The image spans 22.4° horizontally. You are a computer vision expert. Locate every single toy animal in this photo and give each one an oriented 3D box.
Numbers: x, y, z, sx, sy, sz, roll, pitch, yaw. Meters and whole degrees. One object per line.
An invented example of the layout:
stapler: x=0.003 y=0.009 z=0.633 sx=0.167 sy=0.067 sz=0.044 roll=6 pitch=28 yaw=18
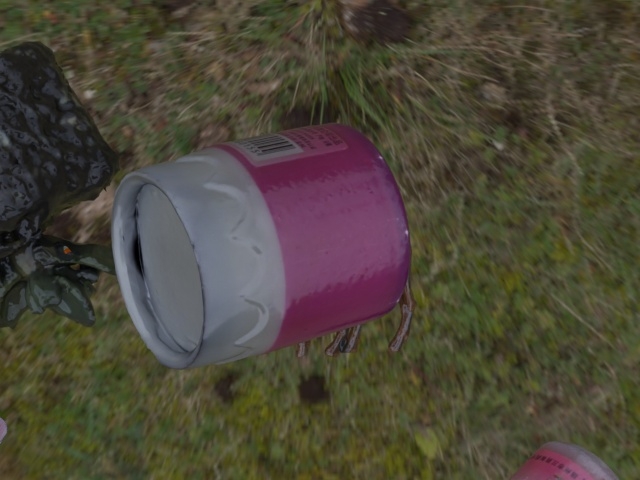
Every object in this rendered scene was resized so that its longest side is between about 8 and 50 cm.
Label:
toy animal: x=0.000 y=0.000 z=1.569 sx=0.224 sy=0.066 sz=0.229 roll=-7 pitch=77 yaw=42

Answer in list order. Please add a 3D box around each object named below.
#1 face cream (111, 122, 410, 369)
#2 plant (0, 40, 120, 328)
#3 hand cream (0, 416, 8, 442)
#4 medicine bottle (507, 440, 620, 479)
face cream: x=-0.051 y=0.004 z=1.324 sx=0.195 sy=0.175 sz=0.175 roll=-14 pitch=100 yaw=-28
plant: x=-0.335 y=-0.041 z=1.754 sx=0.215 sy=0.213 sz=0.312 roll=-17 pitch=93 yaw=47
hand cream: x=-0.421 y=0.256 z=1.394 sx=0.124 sy=0.078 sz=0.340 roll=35 pitch=68 yaw=6
medicine bottle: x=0.247 y=0.361 z=1.924 sx=0.247 sy=0.147 sz=0.147 roll=-41 pitch=97 yaw=-24
